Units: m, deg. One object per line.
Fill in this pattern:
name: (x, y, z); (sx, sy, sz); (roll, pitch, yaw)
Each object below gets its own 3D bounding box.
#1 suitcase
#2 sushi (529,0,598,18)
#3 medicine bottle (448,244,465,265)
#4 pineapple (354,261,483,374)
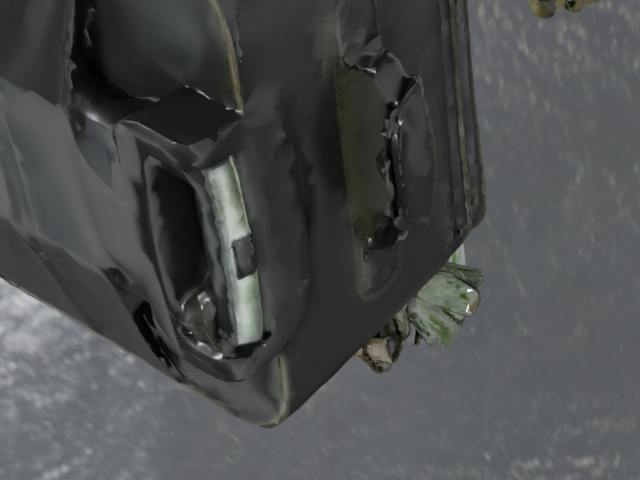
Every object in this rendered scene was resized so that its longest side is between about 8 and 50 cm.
suitcase: (-0.125, -0.114, 0.830); (0.434, 0.283, 0.194); (28, 55, 31)
sushi: (0.229, -0.325, 1.765); (0.179, 0.296, 0.167); (-26, 61, 10)
medicine bottle: (0.041, 0.001, 1.836); (0.183, 0.086, 0.086); (-7, 74, 3)
pineapple: (0.000, 0.000, 1.628); (0.271, 0.262, 0.262); (29, 80, -13)
